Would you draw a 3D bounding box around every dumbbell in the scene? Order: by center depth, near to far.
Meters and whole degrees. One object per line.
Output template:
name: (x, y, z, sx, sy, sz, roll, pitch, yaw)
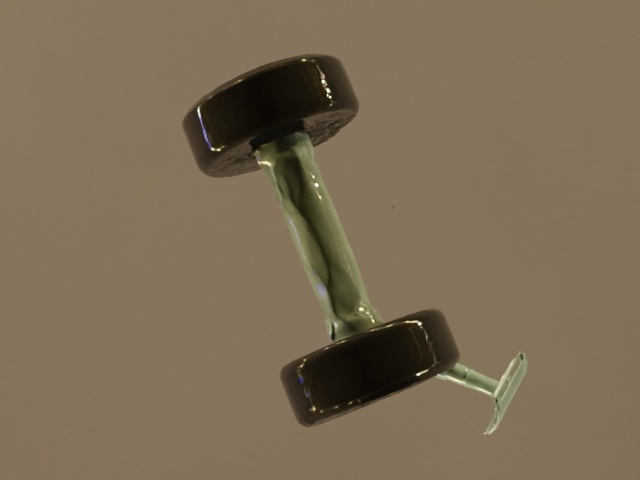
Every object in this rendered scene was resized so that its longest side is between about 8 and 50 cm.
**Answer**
dumbbell: (0.000, 0.000, 0.839, 0.100, 0.100, 0.191, -22, -96, 3)

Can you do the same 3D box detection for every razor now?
razor: (0.087, 0.094, 1.160, 0.135, 0.068, 0.040, 22, -51, 14)
